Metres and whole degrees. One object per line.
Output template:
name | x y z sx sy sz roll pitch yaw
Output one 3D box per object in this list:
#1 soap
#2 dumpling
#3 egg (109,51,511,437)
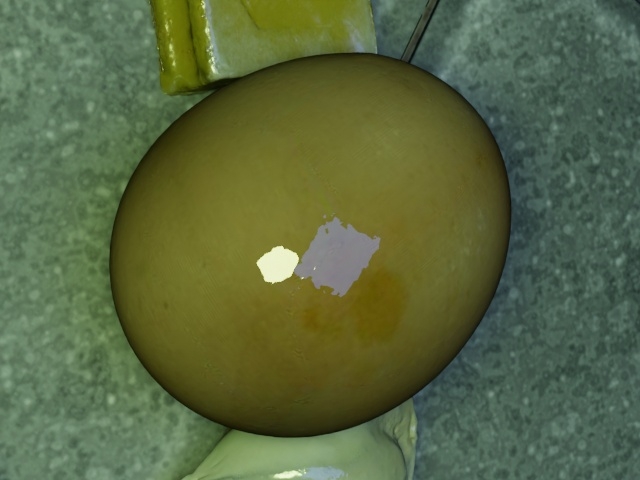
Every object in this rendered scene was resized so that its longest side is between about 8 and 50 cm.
soap | -0.061 -0.295 1.681 0.199 0.091 0.315 -8 91 -31
dumpling | -0.015 0.230 1.663 0.252 0.131 0.179 -24 125 -22
egg | 0.000 0.000 1.574 0.374 0.301 0.301 -29 102 -32
